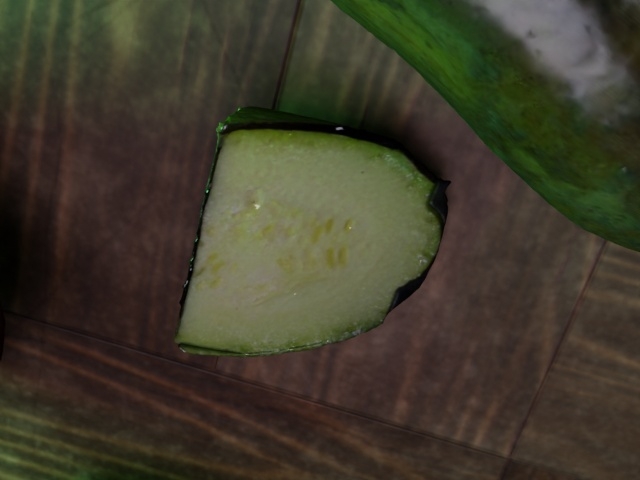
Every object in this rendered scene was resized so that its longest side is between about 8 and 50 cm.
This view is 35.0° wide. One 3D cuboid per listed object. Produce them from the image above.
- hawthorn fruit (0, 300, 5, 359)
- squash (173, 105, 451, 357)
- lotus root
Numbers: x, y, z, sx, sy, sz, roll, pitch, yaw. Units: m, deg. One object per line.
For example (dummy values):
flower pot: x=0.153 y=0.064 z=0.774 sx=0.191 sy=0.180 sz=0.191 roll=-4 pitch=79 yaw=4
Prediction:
hawthorn fruit: x=-0.359 y=0.011 z=0.675 sx=0.287 sy=0.287 sz=0.330 roll=-9 pitch=92 yaw=14
squash: x=-0.010 y=-0.014 z=0.713 sx=0.184 sy=0.085 sz=0.192 roll=2 pitch=125 yaw=-25
lotus root: x=0.145 y=-0.143 z=0.514 sx=0.346 sy=0.250 sz=0.250 roll=41 pitch=116 yaw=-8
